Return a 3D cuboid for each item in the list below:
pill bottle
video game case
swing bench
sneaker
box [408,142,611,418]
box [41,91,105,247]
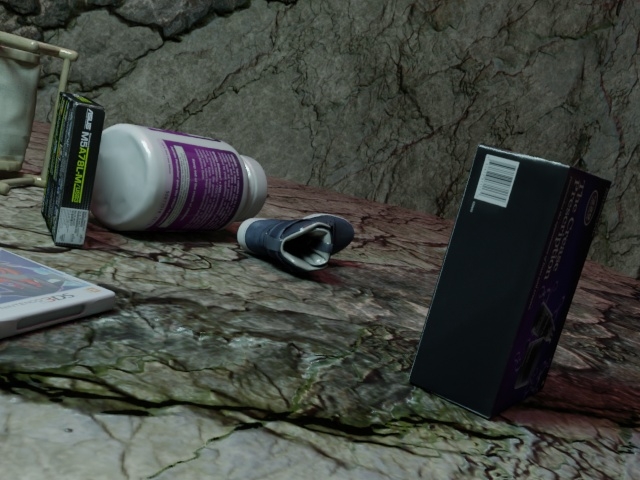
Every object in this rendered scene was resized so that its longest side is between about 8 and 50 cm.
[{"bbox_3d":[-0.229,-0.096,1.163,0.169,0.169,0.302,21,11,32],"label":"pill bottle"},{"bbox_3d":[-0.331,0.039,0.651,0.201,0.023,0.183,18,10,18],"label":"video game case"},{"bbox_3d":[-0.584,-0.235,1.162,0.255,0.253,0.165,16,9,3],"label":"swing bench"},{"bbox_3d":[-0.001,0.002,1.143,0.226,0.086,0.163,-4,8,-36],"label":"sneaker"},{"bbox_3d":[0.212,0.041,0.754,0.103,0.261,0.184,20,11,30],"label":"box"},{"bbox_3d":[-0.348,-0.104,0.958,0.045,0.190,0.184,8,11,-26],"label":"box"}]
